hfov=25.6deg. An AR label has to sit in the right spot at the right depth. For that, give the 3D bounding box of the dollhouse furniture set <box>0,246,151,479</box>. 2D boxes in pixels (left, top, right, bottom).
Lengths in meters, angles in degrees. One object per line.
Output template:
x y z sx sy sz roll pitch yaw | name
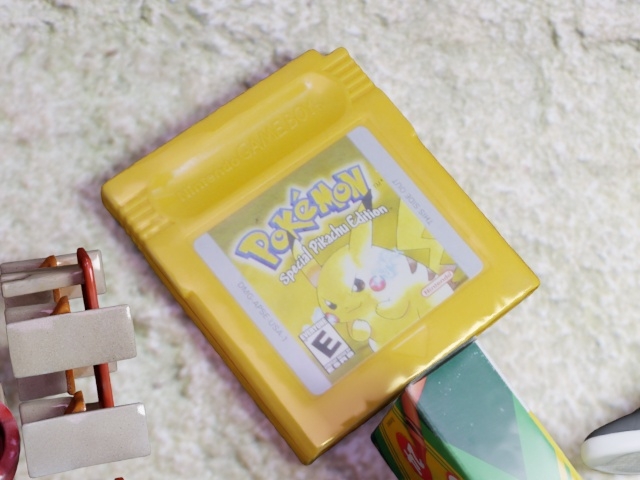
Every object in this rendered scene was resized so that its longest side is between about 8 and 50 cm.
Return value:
-0.178 0.136 1.159 0.135 0.262 0.259 -9 101 -12 | dollhouse furniture set

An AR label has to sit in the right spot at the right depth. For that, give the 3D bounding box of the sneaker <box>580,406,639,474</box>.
0.355 0.122 1.306 0.295 0.104 0.147 -11 70 -17 | sneaker

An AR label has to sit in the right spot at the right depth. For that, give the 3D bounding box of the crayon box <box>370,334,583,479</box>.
0.175 0.252 1.178 0.081 0.202 0.318 -33 77 -17 | crayon box

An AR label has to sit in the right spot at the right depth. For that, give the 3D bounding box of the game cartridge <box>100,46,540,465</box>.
0.000 0.000 1.327 0.285 0.053 0.324 -36 79 -18 | game cartridge

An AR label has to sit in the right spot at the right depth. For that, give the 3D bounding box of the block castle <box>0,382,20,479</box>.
-0.441 0.064 1.128 0.303 0.213 0.453 -23 67 -16 | block castle
